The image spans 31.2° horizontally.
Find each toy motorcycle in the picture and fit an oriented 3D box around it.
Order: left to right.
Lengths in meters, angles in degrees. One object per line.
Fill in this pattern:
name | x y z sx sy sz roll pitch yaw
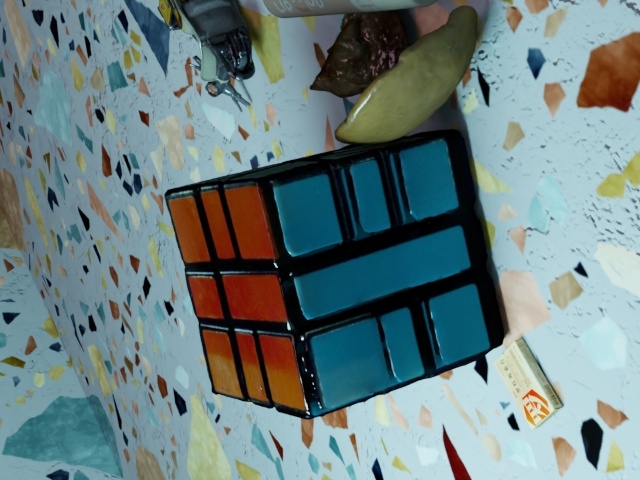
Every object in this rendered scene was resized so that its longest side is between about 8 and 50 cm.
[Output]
toy motorcycle | -0.168 -0.320 1.735 0.263 0.091 0.157 60 157 27

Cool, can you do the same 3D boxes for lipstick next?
lipstick | 0.033 -0.305 1.360 0.254 0.070 0.070 8 112 49

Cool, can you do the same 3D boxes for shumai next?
shumai | 0.054 -0.228 1.388 0.139 0.105 0.123 21 124 32

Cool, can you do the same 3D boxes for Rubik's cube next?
Rubik's cube | 0.014 0.034 1.388 0.293 0.288 0.283 5 107 62

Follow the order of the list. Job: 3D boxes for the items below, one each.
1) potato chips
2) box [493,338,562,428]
potato chips | 0.105 -0.166 1.250 0.208 0.195 0.062 -41 85 19
box | 0.240 0.167 1.332 0.093 0.015 0.058 62 148 22
